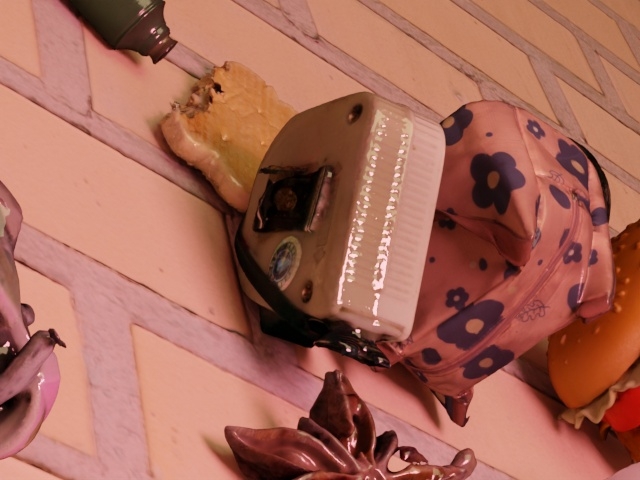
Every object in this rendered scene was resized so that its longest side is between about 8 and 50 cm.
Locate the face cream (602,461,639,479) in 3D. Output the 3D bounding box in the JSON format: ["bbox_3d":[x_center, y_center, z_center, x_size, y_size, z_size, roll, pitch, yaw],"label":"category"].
[{"bbox_3d":[0.300,0.305,1.599,0.175,0.175,0.195,11,43,-53],"label":"face cream"}]

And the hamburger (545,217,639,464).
[{"bbox_3d":[0.353,0.096,1.911,0.212,0.274,0.274,36,24,-7],"label":"hamburger"}]

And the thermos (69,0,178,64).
[{"bbox_3d":[-0.207,-0.249,1.772,0.187,0.083,0.073,47,0,-2],"label":"thermos"}]

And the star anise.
[{"bbox_3d":[0.035,0.200,1.434,0.231,0.089,0.209,21,45,-34],"label":"star anise"}]

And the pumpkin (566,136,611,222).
[{"bbox_3d":[0.198,-0.044,1.974,0.221,0.161,0.220,15,6,-2],"label":"pumpkin"}]

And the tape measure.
[{"bbox_3d":[0.000,0.000,1.598,0.115,0.207,0.235,22,71,-31],"label":"tape measure"}]

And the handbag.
[{"bbox_3d":[0.136,0.023,1.687,0.190,0.251,0.193,32,29,-37],"label":"handbag"}]

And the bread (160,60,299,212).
[{"bbox_3d":[-0.062,-0.085,1.801,0.182,0.039,0.251,44,23,-5],"label":"bread"}]

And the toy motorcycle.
[{"bbox_3d":[-0.251,0.018,1.129,0.188,0.143,0.327,61,1,42],"label":"toy motorcycle"}]
